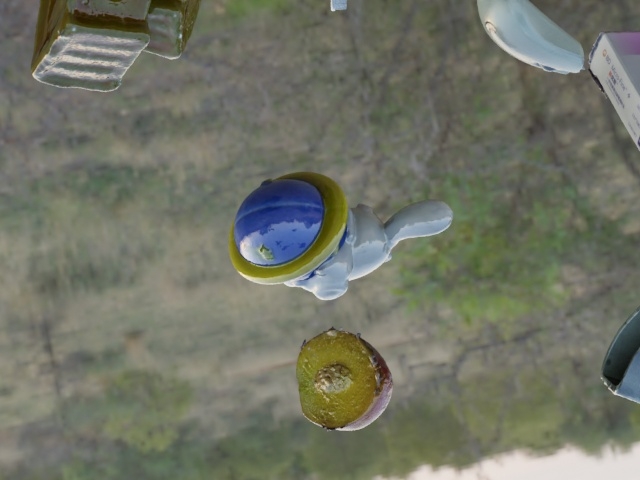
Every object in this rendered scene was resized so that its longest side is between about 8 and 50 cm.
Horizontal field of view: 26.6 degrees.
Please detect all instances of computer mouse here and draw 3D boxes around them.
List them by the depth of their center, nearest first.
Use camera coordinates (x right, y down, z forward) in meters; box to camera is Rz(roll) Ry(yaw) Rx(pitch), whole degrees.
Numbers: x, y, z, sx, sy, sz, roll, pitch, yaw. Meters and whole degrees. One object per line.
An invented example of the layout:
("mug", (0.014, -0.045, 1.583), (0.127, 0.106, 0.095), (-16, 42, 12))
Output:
("computer mouse", (0.265, -0.257, 1.727), (0.181, 0.056, 0.089), (33, 174, -21))

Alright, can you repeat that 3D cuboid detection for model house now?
("model house", (-0.242, -0.292, 1.690), (0.268, 0.239, 0.173), (1, -154, -40))

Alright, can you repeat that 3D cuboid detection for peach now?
("peach", (0.027, 0.127, 1.229), (0.098, 0.098, 0.061), (-16, 160, 28))

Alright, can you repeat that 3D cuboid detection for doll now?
("doll", (0.020, 0.002, 1.850), (0.311, 0.160, 0.242), (-15, 138, 26))

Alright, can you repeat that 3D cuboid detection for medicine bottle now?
("medicine bottle", (0.371, -0.125, 1.300), (0.171, 0.201, 0.052), (-3, 137, -15))

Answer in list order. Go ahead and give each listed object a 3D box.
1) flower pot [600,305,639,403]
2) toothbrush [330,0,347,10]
("flower pot", (0.525, 0.142, 2.032), (0.108, 0.229, 0.103), (25, -161, -15))
("toothbrush", (0.019, -0.356, 1.617), (0.024, 0.018, 0.257), (-3, 152, 2))
